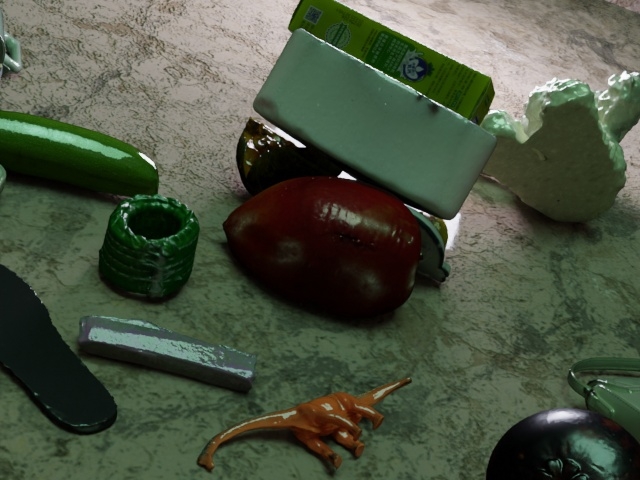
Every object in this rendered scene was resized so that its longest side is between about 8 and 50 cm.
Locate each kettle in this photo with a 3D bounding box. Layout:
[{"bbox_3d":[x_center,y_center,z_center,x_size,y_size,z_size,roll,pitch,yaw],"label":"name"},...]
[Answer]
[{"bbox_3d":[-0.519,-0.315,1.788,0.127,0.098,0.148,5,28,-16],"label":"kettle"}]

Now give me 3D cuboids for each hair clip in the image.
[{"bbox_3d":[0.083,-0.010,1.619,0.220,0.140,0.054,21,59,5],"label":"hair clip"}]

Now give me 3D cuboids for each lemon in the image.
[{"bbox_3d":[0.154,-0.012,1.719,0.065,0.065,0.092,0,41,-33],"label":"lemon"}]

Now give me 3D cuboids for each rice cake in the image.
[{"bbox_3d":[-0.171,0.126,1.307,0.207,0.036,0.047,17,33,-8],"label":"rice cake"}]

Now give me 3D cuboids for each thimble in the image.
[{"bbox_3d":[-0.210,0.006,1.433,0.118,0.090,0.130,8,30,-16],"label":"thimble"}]

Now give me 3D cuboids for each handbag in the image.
[{"bbox_3d":[0.450,0.214,1.515,0.256,0.079,0.219,3,22,-29],"label":"handbag"}]

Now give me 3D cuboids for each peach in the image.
[{"bbox_3d":[0.004,-0.004,1.519,0.267,0.154,0.159,22,30,3],"label":"peach"}]

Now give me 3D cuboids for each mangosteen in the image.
[{"bbox_3d":[0.270,0.264,1.230,0.200,0.200,0.200,15,29,-9],"label":"mangosteen"}]

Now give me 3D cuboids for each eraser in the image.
[{"bbox_3d":[0.090,-0.154,1.720,0.331,0.150,0.331,29,3,-2],"label":"eraser"}]

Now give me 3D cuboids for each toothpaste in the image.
[{"bbox_3d":[0.108,-0.274,1.780,0.327,0.077,0.110,29,0,13],"label":"toothpaste"}]

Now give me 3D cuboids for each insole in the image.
[{"bbox_3d":[-0.322,0.106,1.270,0.110,0.012,0.309,-13,43,-46],"label":"insole"}]

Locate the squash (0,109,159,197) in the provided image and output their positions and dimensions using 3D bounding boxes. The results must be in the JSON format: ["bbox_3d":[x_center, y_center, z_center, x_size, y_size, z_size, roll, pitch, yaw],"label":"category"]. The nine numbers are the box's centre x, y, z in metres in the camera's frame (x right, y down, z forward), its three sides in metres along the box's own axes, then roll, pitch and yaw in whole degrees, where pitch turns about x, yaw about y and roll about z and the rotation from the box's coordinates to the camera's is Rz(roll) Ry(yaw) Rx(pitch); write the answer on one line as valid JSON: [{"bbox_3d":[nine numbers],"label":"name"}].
[{"bbox_3d":[-0.355,-0.119,1.565,0.292,0.082,0.082,13,29,-15],"label":"squash"}]

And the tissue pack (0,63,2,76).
[{"bbox_3d":[-0.533,-0.221,1.652,0.148,0.060,0.108,11,29,-14],"label":"tissue pack"}]

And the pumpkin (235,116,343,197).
[{"bbox_3d":[-0.059,-0.102,1.694,0.119,0.107,0.183,25,6,-35],"label":"pumpkin"}]

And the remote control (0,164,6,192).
[{"bbox_3d":[-0.446,-0.044,1.422,0.078,0.042,0.221,18,30,-6],"label":"remote control"}]

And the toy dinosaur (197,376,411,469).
[{"bbox_3d":[-0.003,0.203,1.266,0.101,0.055,0.279,30,30,36],"label":"toy dinosaur"}]

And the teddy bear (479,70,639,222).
[{"bbox_3d":[0.393,-0.222,1.999,0.375,0.327,0.362,44,33,-41],"label":"teddy bear"}]
